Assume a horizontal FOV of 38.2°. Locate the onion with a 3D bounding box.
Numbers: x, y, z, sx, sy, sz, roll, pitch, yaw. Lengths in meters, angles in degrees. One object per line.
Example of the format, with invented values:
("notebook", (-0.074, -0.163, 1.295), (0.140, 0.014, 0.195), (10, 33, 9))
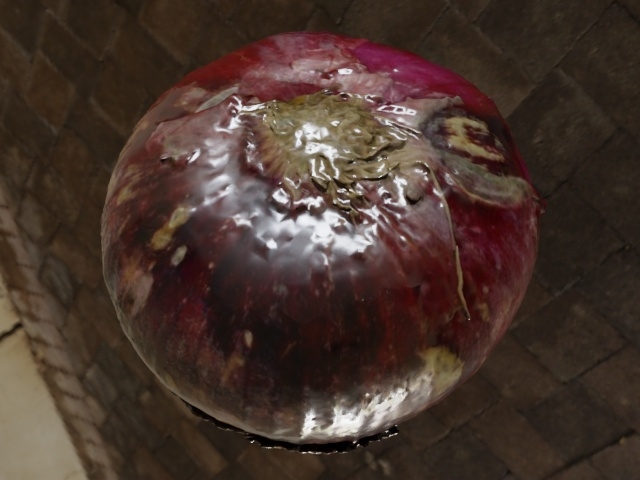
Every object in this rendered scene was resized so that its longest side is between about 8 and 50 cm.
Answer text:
("onion", (0.000, 0.000, 0.527), (0.246, 0.246, 0.190), (28, 152, 26))
